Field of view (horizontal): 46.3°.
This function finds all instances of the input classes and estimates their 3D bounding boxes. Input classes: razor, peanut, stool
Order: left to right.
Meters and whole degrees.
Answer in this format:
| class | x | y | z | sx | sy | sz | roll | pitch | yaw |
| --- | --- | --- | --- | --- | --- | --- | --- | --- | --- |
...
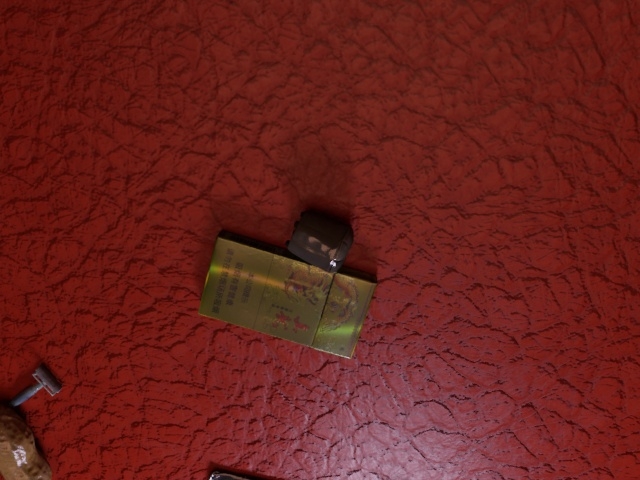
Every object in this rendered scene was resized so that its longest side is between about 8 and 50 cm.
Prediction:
| class | x | y | z | sx | sy | sz | roll | pitch | yaw |
| --- | --- | --- | --- | --- | --- | --- | --- | --- | --- |
| peanut | -0.656 | 0.451 | 1.606 | 0.108 | 0.095 | 0.226 | -12 | 111 | 33 |
| razor | -0.616 | 0.320 | 1.589 | 0.135 | 0.040 | 0.068 | -33 | 103 | 25 |
| stool | 0.000 | 0.000 | 1.352 | 0.110 | 0.096 | 0.096 | 24 | 112 | 3 |

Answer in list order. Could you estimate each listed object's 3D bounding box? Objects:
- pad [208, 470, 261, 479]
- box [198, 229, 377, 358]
| class | x | y | z | sx | sy | sz | roll | pitch | yaw |
| --- | --- | --- | --- | --- | --- | --- | --- | --- | --- |
| pad | -0.138 | 0.591 | 1.642 | 0.233 | 0.022 | 0.174 | 8 | 111 | 2 |
| box | -0.065 | 0.104 | 1.427 | 0.311 | 0.043 | 0.172 | 17 | 112 | 0 |
